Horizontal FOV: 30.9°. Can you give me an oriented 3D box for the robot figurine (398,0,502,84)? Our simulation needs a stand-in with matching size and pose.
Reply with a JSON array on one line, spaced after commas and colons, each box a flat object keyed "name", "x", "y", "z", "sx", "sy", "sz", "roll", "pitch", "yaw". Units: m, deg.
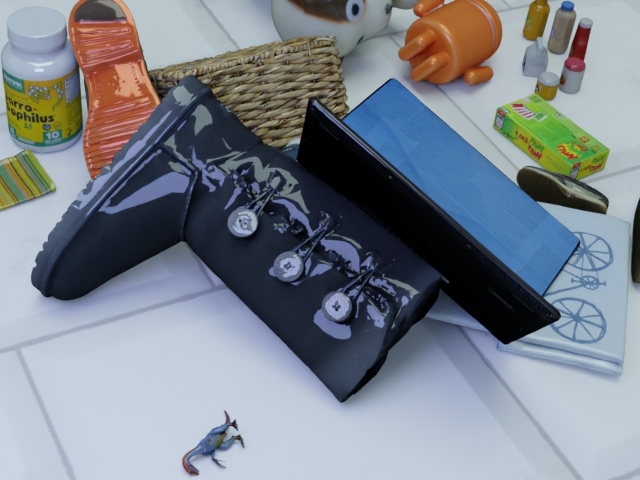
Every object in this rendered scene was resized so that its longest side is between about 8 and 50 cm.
[{"name": "robot figurine", "x": 0.239, "y": -0.357, "z": 2.067, "sx": 0.158, "sy": 0.128, "sz": 0.219, "roll": 34, "pitch": 49, "yaw": 30}]

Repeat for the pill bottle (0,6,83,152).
[{"name": "pill bottle", "x": -0.431, "y": -0.249, "z": 1.789, "sx": 0.117, "sy": 0.208, "sz": 0.117, "roll": 4, "pitch": 42, "yaw": -4}]

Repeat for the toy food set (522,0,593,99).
[{"name": "toy food set", "x": 0.433, "y": -0.361, "z": 2.112, "sx": 0.111, "sy": 0.104, "sz": 0.232, "roll": 8, "pitch": 42, "yaw": 0}]

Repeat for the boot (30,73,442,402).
[{"name": "boot", "x": -0.113, "y": 0.055, "z": 1.535, "sx": 0.445, "sy": 0.367, "sz": 0.146, "roll": 40, "pitch": 5, "yaw": 5}]

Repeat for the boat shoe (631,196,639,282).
[{"name": "boat shoe", "x": 0.522, "y": -0.015, "z": 1.770, "sx": 0.073, "sy": 0.080, "sz": 0.223, "roll": 18, "pitch": 48, "yaw": 3}]

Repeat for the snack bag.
[{"name": "snack bag", "x": 0.284, "y": 0.043, "z": 1.698, "sx": 0.342, "sy": 0.037, "sz": 0.323, "roll": 12, "pitch": 42, "yaw": 6}]

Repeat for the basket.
[{"name": "basket", "x": -0.119, "y": -0.192, "z": 1.859, "sx": 0.299, "sy": 0.223, "sz": 0.213, "roll": -19, "pitch": 16, "yaw": -26}]

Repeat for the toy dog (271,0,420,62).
[{"name": "toy dog", "x": -0.003, "y": -0.497, "z": 2.077, "sx": 0.395, "sy": 0.284, "sz": 0.408, "roll": -3, "pitch": 45, "yaw": -11}]

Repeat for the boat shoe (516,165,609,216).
[{"name": "boat shoe", "x": 0.384, "y": -0.078, "z": 1.836, "sx": 0.152, "sy": 0.056, "sz": 0.049, "roll": 30, "pitch": 41, "yaw": 10}]

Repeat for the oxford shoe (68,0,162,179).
[{"name": "oxford shoe", "x": -0.291, "y": -0.184, "z": 1.750, "sx": 0.130, "sy": 0.133, "sz": 0.364, "roll": -9, "pitch": 80, "yaw": -3}]

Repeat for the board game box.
[{"name": "board game box", "x": 0.385, "y": -0.172, "z": 1.943, "sx": 0.092, "sy": 0.043, "sz": 0.181, "roll": -23, "pitch": 49, "yaw": -28}]

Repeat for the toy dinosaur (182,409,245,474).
[{"name": "toy dinosaur", "x": -0.135, "y": 0.254, "z": 1.420, "sx": 0.082, "sy": 0.047, "sz": 0.090, "roll": -20, "pitch": 15, "yaw": -16}]

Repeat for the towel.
[{"name": "towel", "x": -0.520, "y": -0.069, "z": 1.720, "sx": 0.237, "sy": 0.021, "sz": 0.102, "roll": -23, "pitch": 49, "yaw": -29}]

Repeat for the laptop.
[{"name": "laptop", "x": 0.185, "y": -0.077, "z": 1.528, "sx": 0.382, "sy": 0.408, "sz": 0.236, "roll": 41, "pitch": 80, "yaw": 4}]

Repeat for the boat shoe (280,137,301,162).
[{"name": "boat shoe", "x": 0.046, "y": -0.077, "z": 1.715, "sx": 0.254, "sy": 0.095, "sz": 0.079, "roll": 25, "pitch": 45, "yaw": 11}]
